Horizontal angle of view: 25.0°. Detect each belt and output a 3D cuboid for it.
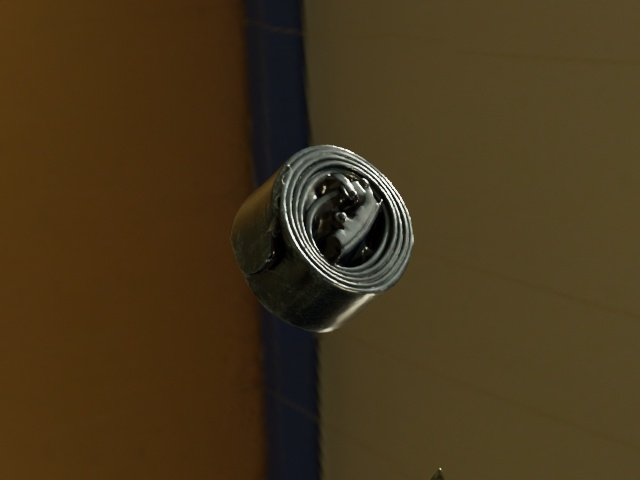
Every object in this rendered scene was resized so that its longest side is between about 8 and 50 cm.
[{"bbox_3d":[0.000,0.000,1.247,0.141,0.190,0.082,43,-56,-4],"label":"belt"}]

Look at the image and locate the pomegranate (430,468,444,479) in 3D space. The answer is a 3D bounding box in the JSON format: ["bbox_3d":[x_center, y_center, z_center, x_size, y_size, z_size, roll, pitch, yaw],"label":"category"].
[{"bbox_3d":[0.110,0.317,1.519,0.122,0.122,0.161,31,-53,47],"label":"pomegranate"}]
